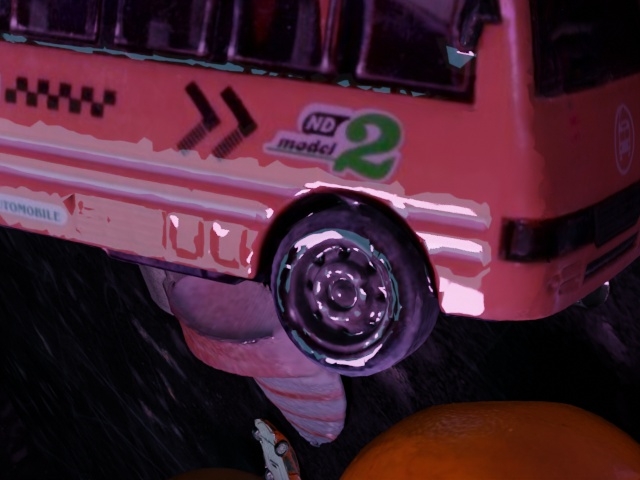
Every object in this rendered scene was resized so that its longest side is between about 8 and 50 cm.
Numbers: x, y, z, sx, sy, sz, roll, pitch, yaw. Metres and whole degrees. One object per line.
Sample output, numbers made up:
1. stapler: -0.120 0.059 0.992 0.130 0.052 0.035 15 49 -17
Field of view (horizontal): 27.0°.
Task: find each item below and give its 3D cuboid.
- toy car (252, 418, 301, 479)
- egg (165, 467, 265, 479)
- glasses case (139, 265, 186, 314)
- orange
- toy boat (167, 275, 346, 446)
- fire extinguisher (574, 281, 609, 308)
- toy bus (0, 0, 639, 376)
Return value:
1. toy car: -0.050 0.268 1.647 0.059 0.035 0.122 27 137 51
2. egg: -0.106 0.450 1.694 0.351 0.282 0.283 40 155 19
3. glasses case: -0.191 -0.004 1.527 0.071 0.047 0.205 34 150 41
4. orange: 0.123 0.224 0.906 0.261 0.261 0.261 45 157 25
5. toy boat: -0.038 0.149 1.400 0.206 0.096 0.282 18 149 36
6. fire extinguisher: 0.151 0.023 0.867 0.083 0.025 0.038 12 95 61
7. toy bus: -0.051 -0.095 0.671 0.426 0.203 0.233 11 106 26
